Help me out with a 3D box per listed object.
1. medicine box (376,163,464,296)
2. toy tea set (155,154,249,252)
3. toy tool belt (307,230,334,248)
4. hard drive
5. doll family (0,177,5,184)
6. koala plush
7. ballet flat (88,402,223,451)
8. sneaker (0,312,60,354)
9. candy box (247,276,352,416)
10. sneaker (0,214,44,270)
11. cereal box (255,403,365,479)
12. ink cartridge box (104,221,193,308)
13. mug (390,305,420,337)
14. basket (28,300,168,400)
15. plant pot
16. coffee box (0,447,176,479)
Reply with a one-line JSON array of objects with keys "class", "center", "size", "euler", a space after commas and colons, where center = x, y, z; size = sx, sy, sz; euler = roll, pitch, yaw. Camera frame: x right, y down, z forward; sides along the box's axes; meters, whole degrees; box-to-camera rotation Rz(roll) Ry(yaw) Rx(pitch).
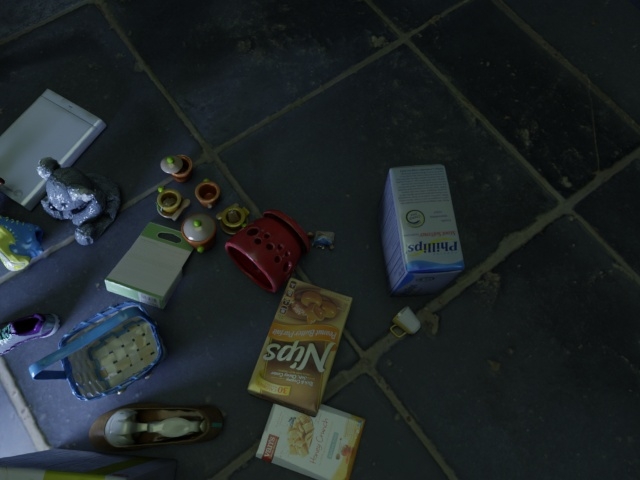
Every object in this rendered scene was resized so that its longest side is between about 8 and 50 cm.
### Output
[{"class": "medicine box", "center": [0.256, -0.016, 1.234], "size": [0.149, 0.263, 0.289], "euler": [-5, 71, -3]}, {"class": "toy tea set", "center": [-0.370, -0.120, 1.322], "size": [0.336, 0.124, 0.200], "euler": [43, 69, 13]}, {"class": "toy tool belt", "center": [0.000, 0.000, 1.336], "size": [0.083, 0.052, 0.051], "euler": [3, 62, 1]}, {"class": "hard drive", "center": [-0.879, -0.291, 1.420], "size": [0.233, 0.047, 0.353], "euler": [30, 73, 9]}, {"class": "doll family", "center": [-0.986, -0.180, 1.319], "size": [0.111, 0.076, 0.193], "euler": [-38, 84, -8]}, {"class": "koala plush", "center": [-0.686, -0.135, 1.277], "size": [0.196, 0.221, 0.203], "euler": [38, 74, 12]}, {"class": "ballet flat", "center": [-0.418, 0.463, 1.126], "size": [0.343, 0.124, 0.116], "euler": [0, 71, -1]}, {"class": "sneaker", "center": [-0.827, 0.241, 1.208], "size": [0.224, 0.098, 0.083], "euler": [-22, 73, -9]}, {"class": "candy box", "center": [-0.048, 0.275, 1.196], "size": [0.183, 0.087, 0.316], "euler": [17, 61, 5]}, {"class": "sneaker", "center": [-0.887, -0.023, 1.318], "size": [0.126, 0.091, 0.240], "euler": [-31, 73, -30]}, {"class": "cereal box", "center": [-0.024, 0.503, 1.161], "size": [0.240, 0.047, 0.172], "euler": [17, 70, 5]}, {"class": "ink cartridge box", "center": [-0.472, 0.066, 1.303], "size": [0.171, 0.056, 0.235], "euler": [17, 47, 4]}, {"class": "mug", "center": [0.239, 0.230, 1.266], "size": [0.064, 0.078, 0.062], "euler": [44, 43, 4]}, {"class": "basket", "center": [-0.508, 0.261, 1.106], "size": [0.255, 0.289, 0.201], "euler": [-30, 69, -8]}, {"class": "plant pot", "center": [-0.139, 0.019, 1.255], "size": [0.191, 0.191, 0.174], "euler": [37, 69, 11]}, {"class": "coffee box", "center": [-0.537, 0.641, 0.948], "size": [0.335, 0.338, 0.337], "euler": [5, 70, 1]}]
